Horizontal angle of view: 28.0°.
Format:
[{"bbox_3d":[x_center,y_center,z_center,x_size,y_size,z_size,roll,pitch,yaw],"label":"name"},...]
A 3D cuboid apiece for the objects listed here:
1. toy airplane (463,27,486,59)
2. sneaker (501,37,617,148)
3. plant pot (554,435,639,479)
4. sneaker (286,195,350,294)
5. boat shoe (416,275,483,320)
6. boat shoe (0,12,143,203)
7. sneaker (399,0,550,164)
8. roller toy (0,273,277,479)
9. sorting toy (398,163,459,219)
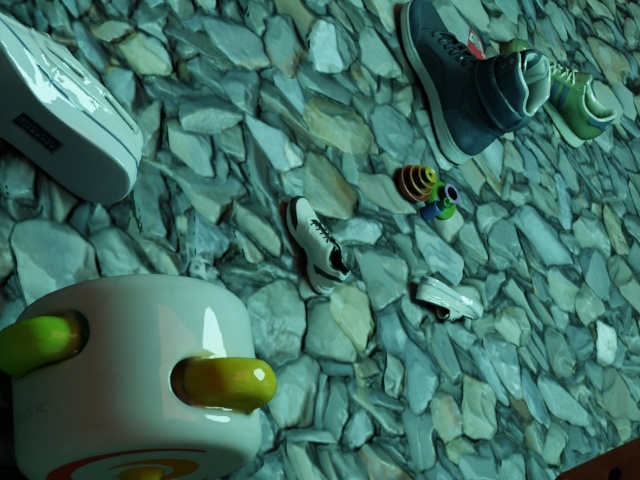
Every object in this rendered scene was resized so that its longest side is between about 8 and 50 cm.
[{"bbox_3d":[0.232,-0.216,1.711,0.151,0.028,0.151,54,4,-6],"label":"toy airplane"},{"bbox_3d":[0.348,-0.225,1.830,0.192,0.086,0.064,49,41,-15],"label":"sneaker"},{"bbox_3d":[0.404,0.349,1.413,0.235,0.267,0.267,29,44,-29],"label":"plant pot"},{"bbox_3d":[0.000,0.000,1.355,0.040,0.043,0.109,-15,78,-48],"label":"sneaker"},{"bbox_3d":[0.148,0.076,1.485,0.100,0.035,0.035,32,75,-37],"label":"boat shoe"},{"bbox_3d":[-0.257,-0.140,1.130,0.258,0.095,0.084,49,36,-32],"label":"boat shoe"},{"bbox_3d":[0.198,-0.231,1.613,0.086,0.163,0.226,-6,72,-47],"label":"sneaker"},{"bbox_3d":[-0.142,0.123,1.008,0.209,0.191,0.146,-5,68,-6],"label":"roller toy"},{"bbox_3d":[0.140,-0.059,1.542,0.102,0.042,0.061,22,53,-39],"label":"sorting toy"}]
